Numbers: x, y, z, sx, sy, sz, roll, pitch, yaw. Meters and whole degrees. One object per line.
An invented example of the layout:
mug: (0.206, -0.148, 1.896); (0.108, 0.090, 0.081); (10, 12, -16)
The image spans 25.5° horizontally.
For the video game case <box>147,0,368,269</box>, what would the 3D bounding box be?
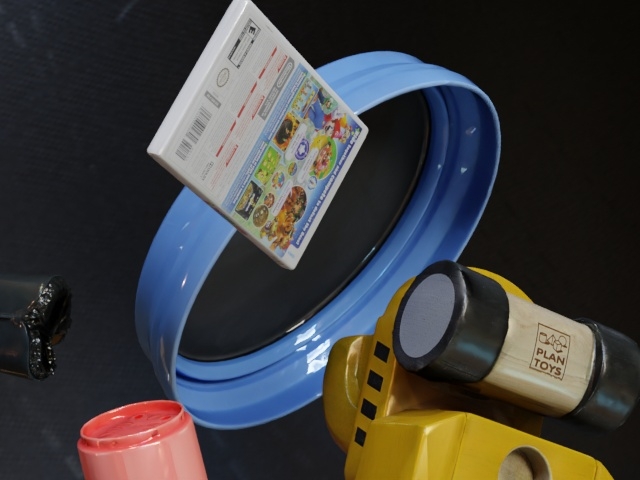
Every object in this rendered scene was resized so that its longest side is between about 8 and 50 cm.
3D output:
video game case: (-0.027, -0.049, 0.694); (0.011, 0.122, 0.087); (18, 74, 39)

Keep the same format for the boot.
boot: (-0.397, 0.047, 1.736); (0.207, 0.094, 0.246); (1, 75, 21)

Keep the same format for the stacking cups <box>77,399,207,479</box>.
stacking cups: (-0.073, 0.248, 0.784); (0.096, 0.096, 0.316); (-5, 106, 32)

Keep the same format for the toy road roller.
toy road roller: (0.105, 0.185, 1.178); (0.241, 0.203, 0.329); (-13, 59, 58)

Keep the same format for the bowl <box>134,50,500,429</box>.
bowl: (0.000, 0.000, 1.277); (0.077, 0.391, 0.391); (43, 125, 27)
